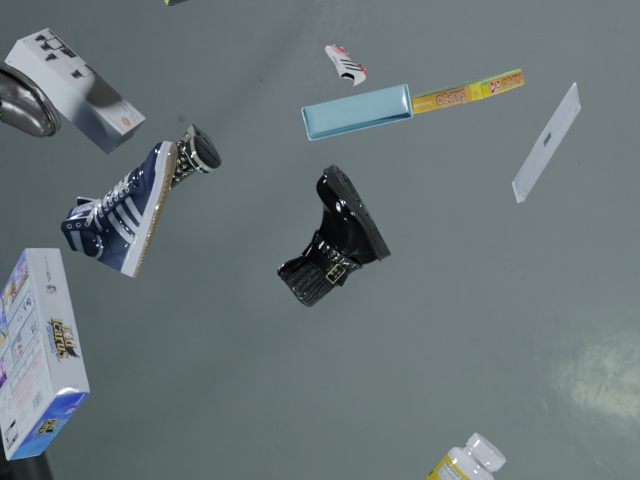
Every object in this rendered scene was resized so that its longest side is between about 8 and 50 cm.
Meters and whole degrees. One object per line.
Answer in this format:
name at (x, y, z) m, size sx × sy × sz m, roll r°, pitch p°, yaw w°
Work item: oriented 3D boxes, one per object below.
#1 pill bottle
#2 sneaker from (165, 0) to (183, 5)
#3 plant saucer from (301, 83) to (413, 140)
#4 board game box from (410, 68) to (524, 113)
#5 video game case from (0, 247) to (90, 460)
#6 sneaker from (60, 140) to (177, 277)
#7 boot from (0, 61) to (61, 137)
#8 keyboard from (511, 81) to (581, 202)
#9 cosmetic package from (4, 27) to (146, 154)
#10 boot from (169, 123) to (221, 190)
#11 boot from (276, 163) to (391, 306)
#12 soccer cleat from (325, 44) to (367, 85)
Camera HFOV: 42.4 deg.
pill bottle at (0.162, 0.284, 0.967) m, size 0.065 × 0.065 × 0.116 m, roll 40°, pitch 95°, yaw 0°
sneaker at (-0.209, -0.506, 1.383) m, size 0.111 × 0.300 × 0.121 m, roll -10°, pitch 137°, yaw 28°
plant saucer at (0.065, -0.230, 1.470) m, size 0.192 × 0.018 × 0.067 m, roll -13°, pitch 122°, yaw 3°
board game box at (0.227, -0.262, 1.497) m, size 0.259 × 0.124 × 0.039 m, roll 0°, pitch 109°, yaw 50°
video game case at (-0.456, 0.183, 1.310) m, size 0.269 × 0.061 × 0.244 m, roll -45°, pitch 57°, yaw 43°
sneaker at (-0.351, -0.068, 1.426) m, size 0.153 × 0.099 × 0.282 m, roll 21°, pitch 123°, yaw -8°
boot at (-0.472, -0.129, 0.981) m, size 0.262 × 0.229 × 0.091 m, roll 27°, pitch 146°, yaw -12°
keyboard at (0.437, -0.189, 1.591) m, size 0.014 × 0.256 × 0.072 m, roll 20°, pitch 158°, yaw 39°
cosmetic package at (-0.435, -0.269, 1.479) m, size 0.239 × 0.099 × 0.060 m, roll 43°, pitch 122°, yaw -8°
boot at (-0.315, -0.157, 1.852) m, size 0.178 × 0.236 × 0.085 m, roll -43°, pitch 115°, yaw 8°
boot at (0.002, 0.003, 1.917) m, size 0.260 × 0.131 × 0.348 m, roll -30°, pitch 137°, yaw 3°
soccer cleat at (0.035, -0.275, 1.295) m, size 0.083 × 0.035 × 0.029 m, roll 41°, pitch 161°, yaw 10°
